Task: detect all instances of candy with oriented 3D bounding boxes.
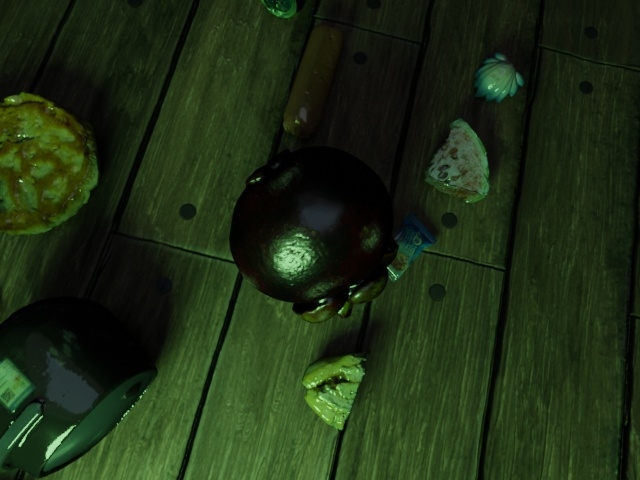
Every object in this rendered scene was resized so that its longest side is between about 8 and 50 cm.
[{"bbox_3d":[0.178,0.014,0.883,0.136,0.038,0.088,-43,96,-4],"label":"candy"}]

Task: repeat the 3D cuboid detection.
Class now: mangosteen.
[{"bbox_3d":[0.000,0.000,0.760,0.306,0.307,0.347,-37,110,-11],"label":"mangosteen"}]

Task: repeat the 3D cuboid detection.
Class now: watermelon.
[{"bbox_3d":[0.296,-0.169,0.919,0.139,0.071,0.187,-16,87,0],"label":"watermelon"}]

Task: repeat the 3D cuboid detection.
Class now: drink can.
[{"bbox_3d":[-0.066,-0.650,0.977,0.118,0.118,0.205,20,75,1],"label":"drink can"}]

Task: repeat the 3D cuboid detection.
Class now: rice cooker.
[{"bbox_3d":[-0.440,0.235,0.686,0.224,0.267,0.267,39,78,6],"label":"rice cooker"}]

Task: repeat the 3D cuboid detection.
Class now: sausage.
[{"bbox_3d":[-0.015,-0.368,0.931,0.086,0.086,0.289,15,78,0],"label":"sausage"}]

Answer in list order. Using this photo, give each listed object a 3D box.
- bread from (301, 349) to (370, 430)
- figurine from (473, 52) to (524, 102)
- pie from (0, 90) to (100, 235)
[{"bbox_3d":[0.024,0.268,0.788,0.110,0.103,0.157,21,71,13],"label":"bread"},{"bbox_3d":[0.417,-0.381,0.975,0.114,0.079,0.115,5,109,16],"label":"figurine"},{"bbox_3d":[-0.611,-0.156,0.848,0.314,0.092,0.316,0,81,0],"label":"pie"}]
